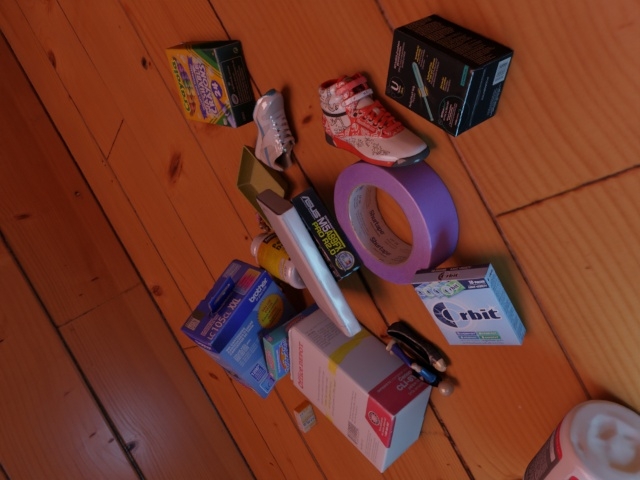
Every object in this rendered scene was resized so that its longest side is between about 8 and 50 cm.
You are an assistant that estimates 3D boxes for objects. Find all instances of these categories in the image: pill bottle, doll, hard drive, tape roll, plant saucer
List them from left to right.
[{"bbox_3d":[-0.156,-0.153,1.620,0.188,0.045,0.188,49,149,18],"label":"plant saucer"},{"bbox_3d":[-0.104,0.048,1.646,0.214,0.117,0.117,25,135,44],"label":"pill bottle"},{"bbox_3d":[-0.032,0.051,1.417,0.353,0.047,0.233,62,170,-22],"label":"hard drive"},{"bbox_3d":[0.151,-0.048,1.211,0.274,0.090,0.275,37,143,35],"label":"tape roll"},{"bbox_3d":[0.242,0.312,1.410,0.189,0.046,0.129,37,174,33],"label":"doll"},{"bbox_3d":[0.479,0.446,1.067,0.176,0.176,0.319,41,145,29],"label":"pill bottle"}]

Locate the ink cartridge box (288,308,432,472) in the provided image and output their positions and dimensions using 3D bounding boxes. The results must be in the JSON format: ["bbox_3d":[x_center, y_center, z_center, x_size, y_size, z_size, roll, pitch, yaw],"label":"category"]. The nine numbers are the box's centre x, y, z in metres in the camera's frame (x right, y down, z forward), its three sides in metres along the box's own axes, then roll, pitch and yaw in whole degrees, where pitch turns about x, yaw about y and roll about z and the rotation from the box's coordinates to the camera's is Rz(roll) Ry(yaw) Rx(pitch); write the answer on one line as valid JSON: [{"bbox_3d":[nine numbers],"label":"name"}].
[{"bbox_3d":[0.096,0.394,1.605,0.384,0.160,0.279,37,143,32],"label":"ink cartridge box"}]

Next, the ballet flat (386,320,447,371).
[{"bbox_3d":[0.232,0.260,1.398,0.173,0.049,0.058,38,146,33],"label":"ballet flat"}]

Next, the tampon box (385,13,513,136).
[{"bbox_3d":[0.200,-0.267,0.932,0.161,0.101,0.121,41,144,31],"label":"tampon box"}]

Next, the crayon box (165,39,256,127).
[{"bbox_3d":[-0.309,-0.427,1.572,0.322,0.083,0.203,21,132,48],"label":"crayon box"}]

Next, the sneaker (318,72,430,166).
[{"bbox_3d":[0.093,-0.240,1.129,0.270,0.090,0.145,28,140,46],"label":"sneaker"}]

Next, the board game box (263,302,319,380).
[{"bbox_3d":[-0.069,0.297,1.718,0.047,0.210,0.160,34,142,36],"label":"board game box"}]

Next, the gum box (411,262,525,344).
[{"bbox_3d":[0.286,0.129,1.123,0.156,0.041,0.184,-8,126,41],"label":"gum box"}]

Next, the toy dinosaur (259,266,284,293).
[{"bbox_3d":[-0.150,0.133,1.853,0.183,0.053,0.093,15,126,51],"label":"toy dinosaur"}]

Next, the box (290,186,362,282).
[{"bbox_3d":[0.000,0.000,1.418,0.216,0.060,0.270,58,171,4],"label":"box"}]

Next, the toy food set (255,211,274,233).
[{"bbox_3d":[-0.165,-0.057,1.742,0.122,0.019,0.078,-8,109,58],"label":"toy food set"}]

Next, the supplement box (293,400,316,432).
[{"bbox_3d":[-0.057,0.655,2.160,0.036,0.062,0.099,15,129,48],"label":"supplement box"}]

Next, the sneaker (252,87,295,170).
[{"bbox_3d":[-0.106,-0.269,1.417,0.092,0.087,0.229,37,150,22],"label":"sneaker"}]

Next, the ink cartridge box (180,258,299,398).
[{"bbox_3d":[-0.224,0.246,1.715,0.151,0.270,0.396,15,150,40],"label":"ink cartridge box"}]
